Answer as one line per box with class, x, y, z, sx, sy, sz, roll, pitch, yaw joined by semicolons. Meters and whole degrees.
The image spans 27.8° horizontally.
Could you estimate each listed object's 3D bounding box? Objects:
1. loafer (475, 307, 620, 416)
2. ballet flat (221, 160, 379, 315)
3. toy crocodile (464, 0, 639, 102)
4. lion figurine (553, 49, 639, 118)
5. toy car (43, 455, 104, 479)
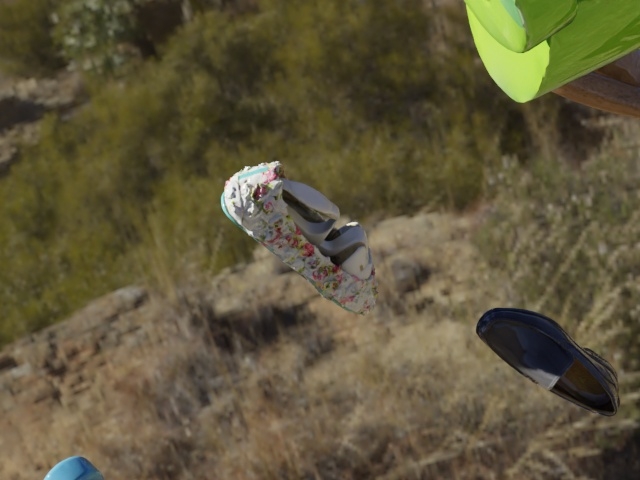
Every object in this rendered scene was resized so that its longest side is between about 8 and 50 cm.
loafer;0.233;0.121;1.297;0.170;0.062;0.061;26;20;-14
ballet flat;0.000;0.000;1.319;0.077;0.241;0.091;-33;43;24
toy crocodile;0.071;-0.178;0.459;0.115;0.340;0.105;-35;49;-5
lion figurine;0.138;-0.216;0.722;0.240;0.142;0.392;1;64;-6
toy car;-0.269;0.416;1.477;0.210;0.238;0.219;-33;57;-32
